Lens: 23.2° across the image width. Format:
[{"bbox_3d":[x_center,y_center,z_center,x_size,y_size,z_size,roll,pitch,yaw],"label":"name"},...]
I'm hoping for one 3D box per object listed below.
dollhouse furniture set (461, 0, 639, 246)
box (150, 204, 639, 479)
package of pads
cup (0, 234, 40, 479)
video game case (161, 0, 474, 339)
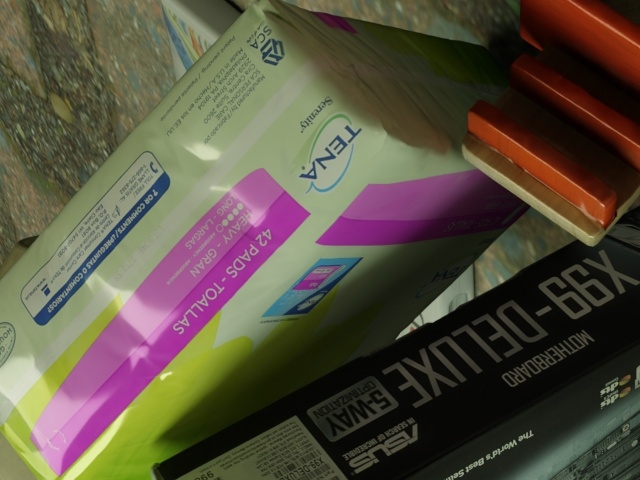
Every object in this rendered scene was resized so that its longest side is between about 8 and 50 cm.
[{"bbox_3d":[0.118,-0.116,0.526,0.262,0.135,0.259,37,163,20],"label":"dollhouse furniture set"},{"bbox_3d":[0.084,0.135,0.760,0.076,0.307,0.242,46,155,41],"label":"box"},{"bbox_3d":[-0.014,0.006,0.750,0.101,0.229,0.296,49,-161,15],"label":"package of pads"},{"bbox_3d":[-0.192,0.117,1.421,0.331,0.331,0.236,16,107,61],"label":"cup"},{"bbox_3d":[0.000,0.000,1.152,0.329,0.036,0.300,43,153,38],"label":"video game case"}]
